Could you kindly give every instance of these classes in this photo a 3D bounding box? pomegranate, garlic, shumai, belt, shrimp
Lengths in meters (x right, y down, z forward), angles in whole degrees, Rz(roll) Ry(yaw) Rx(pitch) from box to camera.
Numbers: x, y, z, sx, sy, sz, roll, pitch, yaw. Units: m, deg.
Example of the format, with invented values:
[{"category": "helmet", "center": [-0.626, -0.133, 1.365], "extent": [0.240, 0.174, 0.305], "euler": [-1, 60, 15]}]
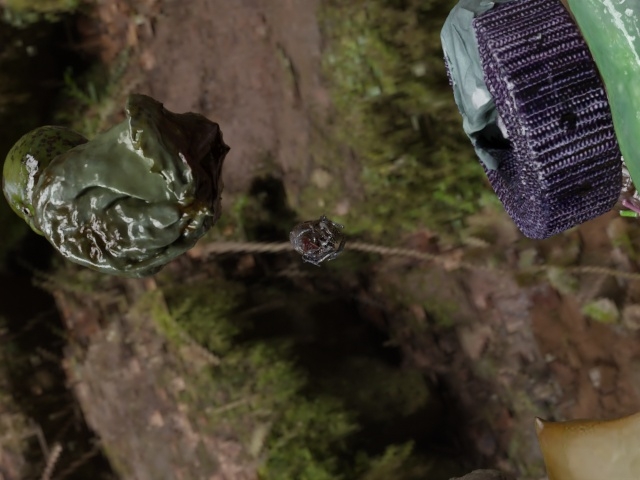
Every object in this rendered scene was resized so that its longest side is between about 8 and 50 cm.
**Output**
[{"category": "pomegranate", "center": [-0.294, -0.066, 1.527], "extent": [0.138, 0.163, 0.126], "euler": [26, 97, 26]}, {"category": "garlic", "center": [0.357, 0.228, 1.337], "extent": [0.196, 0.151, 0.338], "euler": [36, 155, -5]}, {"category": "shumai", "center": [-0.179, -0.062, 1.243], "extent": [0.184, 0.184, 0.142], "euler": [54, 141, 33]}, {"category": "belt", "center": [0.215, -0.134, 1.362], "extent": [0.325, 0.122, 0.260], "euler": [68, 180, -81]}, {"category": "shrimp", "center": [0.000, 0.000, 1.658], "extent": [0.165, 0.065, 0.057], "euler": [-146, 50, -69]}]

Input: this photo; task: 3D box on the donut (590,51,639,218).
[{"category": "donut", "center": [0.499, -0.178, 2.108], "extent": [0.136, 0.259, 0.345], "euler": [1, 128, 20]}]

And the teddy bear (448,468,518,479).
[{"category": "teddy bear", "center": [0.207, 0.386, 1.446], "extent": [0.151, 0.236, 0.267], "euler": [-26, 66, 49]}]

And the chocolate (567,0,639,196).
[{"category": "chocolate", "center": [0.206, -0.022, 0.629], "extent": [0.291, 0.110, 0.110], "euler": [60, 153, 2]}]
